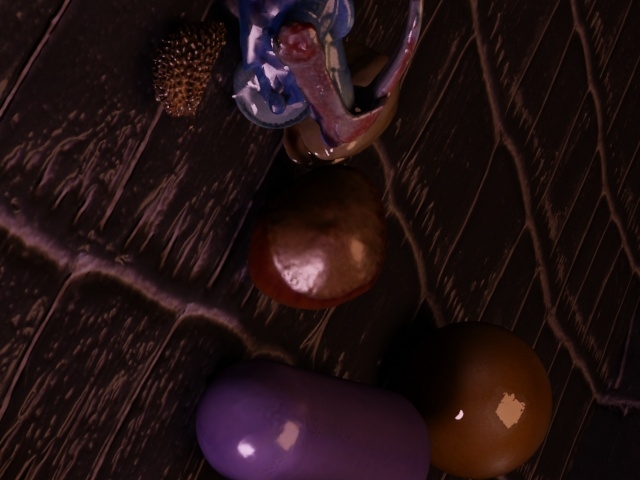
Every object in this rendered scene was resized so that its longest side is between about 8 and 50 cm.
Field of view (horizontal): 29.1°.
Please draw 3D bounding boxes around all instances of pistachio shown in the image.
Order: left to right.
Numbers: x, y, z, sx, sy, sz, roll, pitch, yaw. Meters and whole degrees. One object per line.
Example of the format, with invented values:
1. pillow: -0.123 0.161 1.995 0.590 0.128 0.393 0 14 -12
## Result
1. pistachio: 0.030 -0.186 1.703 0.206 0.131 0.129 -52 -172 -28

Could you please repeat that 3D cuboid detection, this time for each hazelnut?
1. hazelnut: 0.007 0.007 1.674 0.210 0.186 0.210 -19 121 -36

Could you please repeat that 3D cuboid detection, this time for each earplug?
1. earplug: -0.020 0.282 1.786 0.456 0.215 0.215 31 77 -58

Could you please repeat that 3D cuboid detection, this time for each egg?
1. egg: 0.282 0.292 2.248 0.351 0.282 0.283 39 70 -60

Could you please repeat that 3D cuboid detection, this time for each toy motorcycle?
1. toy motorcycle: -0.001 -0.288 1.512 0.241 0.182 0.319 -21 128 -24

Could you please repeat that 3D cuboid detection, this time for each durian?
1. durian: -0.156 -0.192 1.395 0.110 0.071 0.140 136 -33 -65
